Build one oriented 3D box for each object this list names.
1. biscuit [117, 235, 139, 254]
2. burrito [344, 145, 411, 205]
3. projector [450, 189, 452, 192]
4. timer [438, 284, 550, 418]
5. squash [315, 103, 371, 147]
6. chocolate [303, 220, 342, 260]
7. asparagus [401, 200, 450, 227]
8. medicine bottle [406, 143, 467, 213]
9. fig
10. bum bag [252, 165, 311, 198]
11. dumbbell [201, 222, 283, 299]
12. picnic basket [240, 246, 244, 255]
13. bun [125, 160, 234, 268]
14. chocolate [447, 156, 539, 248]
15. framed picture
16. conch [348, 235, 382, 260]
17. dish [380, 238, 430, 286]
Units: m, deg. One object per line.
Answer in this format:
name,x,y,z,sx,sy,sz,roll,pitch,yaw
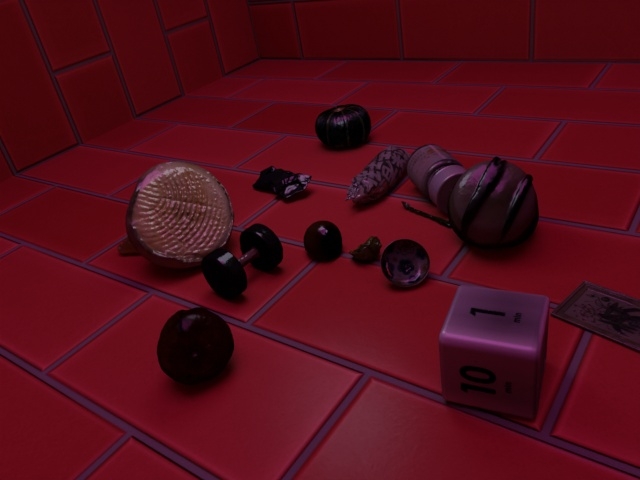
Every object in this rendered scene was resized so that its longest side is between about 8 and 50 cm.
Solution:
biscuit,-0.611,-0.020,2.015,0.250,0.035,0.162,-26,61,5
burrito,0.214,-0.237,2.099,0.139,0.101,0.445,18,38,22
projector,0.492,-0.112,1.791,0.147,0.115,0.061,-8,34,6
timer,0.370,0.230,1.196,0.195,0.192,0.194,6,35,25
squash,0.102,-0.511,2.520,0.252,0.165,0.252,-11,29,6
chocolate,0.000,0.000,1.797,0.133,0.127,0.124,1,0,43
asparagus,0.351,-0.089,1.889,0.233,0.022,0.023,31,95,45
medicine bottle,0.414,-0.214,1.936,0.165,0.165,0.273,-15,31,-7
fig,-0.345,0.237,1.438,0.190,0.191,0.290,-27,35,-25
bum bag,-0.161,-0.232,2.237,0.137,0.074,0.310,-42,34,-21
dumbbell,-0.233,0.061,1.705,0.152,0.152,0.218,17,40,38
picnic basket,-0.235,0.010,1.853,0.072,0.083,0.072,-8,32,5
bun,-0.477,-0.073,1.895,0.364,0.364,0.202,-28,-3,-26
chocolate,0.505,-0.120,1.629,0.283,0.186,0.284,-3,69,9
framed picture,0.701,0.177,1.352,0.173,0.010,0.231,-32,37,-31
conch,0.136,0.026,1.717,0.121,0.074,0.089,-13,-11,39
dish,0.237,0.073,1.618,0.141,0.078,0.141,0,72,-1
